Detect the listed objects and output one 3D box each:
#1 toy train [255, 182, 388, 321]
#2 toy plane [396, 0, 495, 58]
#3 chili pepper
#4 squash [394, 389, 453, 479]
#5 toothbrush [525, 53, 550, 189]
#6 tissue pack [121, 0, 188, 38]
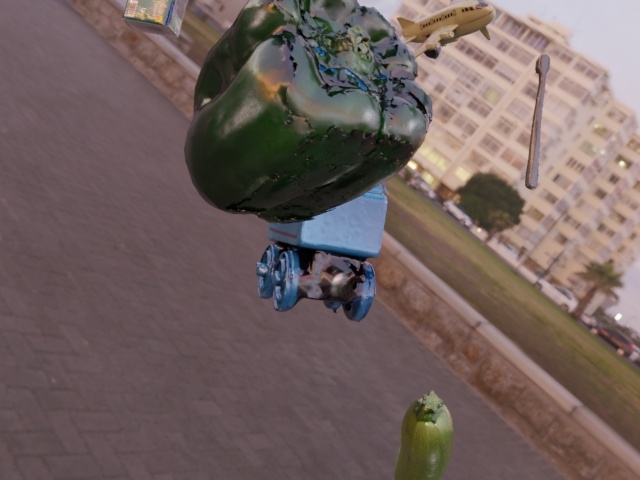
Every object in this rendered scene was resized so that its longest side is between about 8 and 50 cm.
[{"bbox_3d":[0.000,0.000,1.292,0.188,0.265,0.300,9,0,-15],"label":"toy train"},{"bbox_3d":[0.247,-0.424,1.434,0.244,0.229,0.092,8,-35,47],"label":"toy plane"},{"bbox_3d":[-0.025,-0.142,0.817,0.233,0.256,0.249,29,48,-27],"label":"chili pepper"},{"bbox_3d":[0.205,0.407,1.423,0.107,0.107,0.395,43,-26,30],"label":"squash"},{"bbox_3d":[0.477,-0.259,1.595,0.030,0.297,0.030,4,2,-5],"label":"toothbrush"},{"bbox_3d":[-0.264,-0.398,1.200,0.085,0.111,0.079,13,-5,12],"label":"tissue pack"}]
